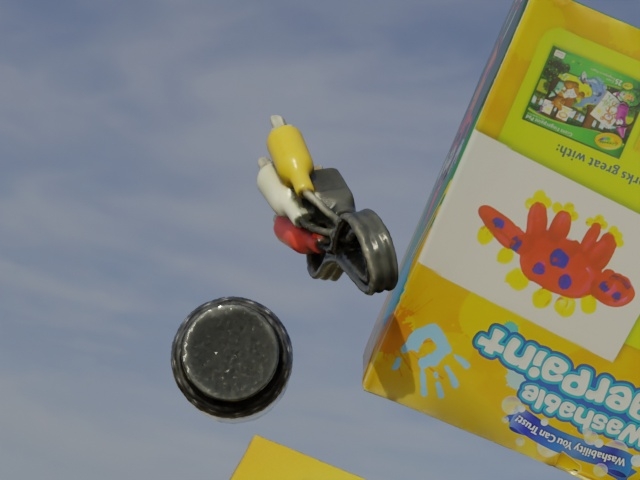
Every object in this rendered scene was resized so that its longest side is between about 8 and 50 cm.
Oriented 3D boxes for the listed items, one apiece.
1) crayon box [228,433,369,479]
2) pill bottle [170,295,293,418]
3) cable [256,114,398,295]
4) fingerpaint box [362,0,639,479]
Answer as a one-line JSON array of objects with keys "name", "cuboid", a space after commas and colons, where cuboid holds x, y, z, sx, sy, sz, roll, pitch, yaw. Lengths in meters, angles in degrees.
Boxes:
[{"name": "crayon box", "cuboid": [-0.024, 0.319, 1.160, 0.202, 0.318, 0.081, 18, -13, 36]}, {"name": "pill bottle", "cuboid": [-0.089, 0.122, 1.662, 0.123, 0.122, 0.219, 12, -9, 0]}, {"name": "cable", "cuboid": [0.000, 0.000, 1.353, 0.072, 0.139, 0.287, -8, 23, -8]}, {"name": "fingerpaint box", "cuboid": [0.307, 0.034, 1.421, 0.445, 0.371, 0.163, 22, 7, -2]}]
